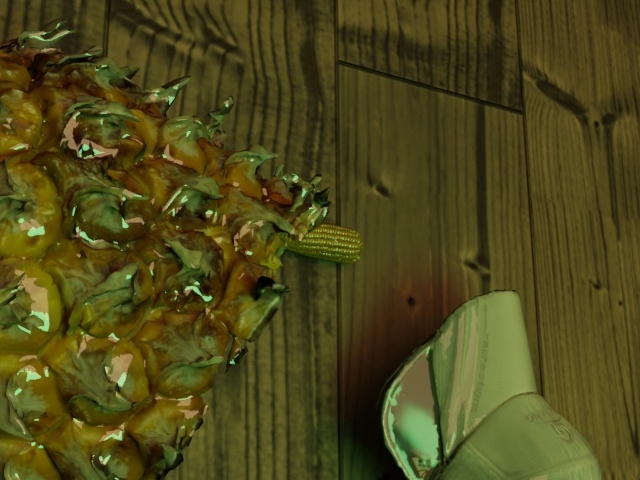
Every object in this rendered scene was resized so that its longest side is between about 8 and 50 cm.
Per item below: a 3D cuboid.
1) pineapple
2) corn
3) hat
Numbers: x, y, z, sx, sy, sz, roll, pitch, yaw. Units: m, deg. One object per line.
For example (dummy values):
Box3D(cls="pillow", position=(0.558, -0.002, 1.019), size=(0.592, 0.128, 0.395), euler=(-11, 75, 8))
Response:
Box3D(cls="pineapple", position=(-0.184, 0.025, 0.829), size=(0.300, 0.352, 0.352), euler=(36, 58, -8))
Box3D(cls="corn", position=(0.000, 0.000, 1.129), size=(0.092, 0.037, 0.037), euler=(12, 67, -26))
Box3D(cls="hat", position=(0.169, 0.182, 1.065), size=(0.232, 0.161, 0.275), euler=(9, 78, -60))
